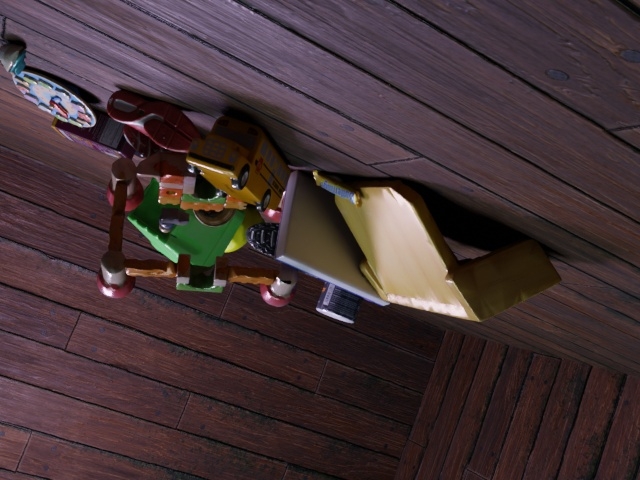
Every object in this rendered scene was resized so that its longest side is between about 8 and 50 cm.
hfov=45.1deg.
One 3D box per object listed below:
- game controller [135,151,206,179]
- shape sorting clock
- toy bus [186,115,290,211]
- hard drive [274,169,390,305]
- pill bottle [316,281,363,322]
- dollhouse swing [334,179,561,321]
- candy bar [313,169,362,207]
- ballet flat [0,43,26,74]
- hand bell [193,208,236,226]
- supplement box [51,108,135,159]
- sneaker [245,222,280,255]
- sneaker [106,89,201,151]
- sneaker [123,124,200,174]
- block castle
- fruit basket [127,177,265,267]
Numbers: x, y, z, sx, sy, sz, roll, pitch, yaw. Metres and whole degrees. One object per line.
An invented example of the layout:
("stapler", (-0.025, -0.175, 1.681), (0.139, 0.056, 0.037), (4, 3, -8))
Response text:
("game controller", (-0.396, -0.202, 2.150), (0.166, 0.067, 0.319), (33, 180, 32))
("shape sorting clock", (-0.611, -0.322, 1.771), (0.206, 0.040, 0.206), (18, 161, 6))
("toy bus", (-0.153, -0.147, 1.531), (0.108, 0.130, 0.333), (20, 173, 13))
("hard drive", (0.046, -0.001, 1.752), (0.318, 0.210, 0.040), (25, 151, -33))
("pill bottle", (0.086, 0.123, 2.397), (0.130, 0.246, 0.130), (20, 171, 3))
("dollhouse swing", (0.251, -0.021, 1.619), (0.315, 0.305, 0.346), (-22, -168, -24))
("candy bar", (0.035, -0.107, 1.585), (0.161, 0.018, 0.040), (33, 144, 49))
("ballet flat", (-0.626, -0.366, 1.548), (0.052, 0.057, 0.168), (33, 169, -18))
("hand bell", (-0.329, -0.114, 2.096), (0.126, 0.126, 0.242), (25, 175, -30))
("supplement box", (-0.555, -0.273, 1.921), (0.188, 0.081, 0.104), (21, 172, 2))
("sneaker", (-0.099, -0.006, 2.370), (0.271, 0.100, 0.108), (4, -171, -19))
("sneaker", (-0.321, -0.240, 1.595), (0.221, 0.087, 0.128), (31, -176, 16))
("sneaker", (-0.366, -0.214, 1.805), (0.225, 0.088, 0.092), (27, 172, -40))
("block castle", (-0.271, -0.016, 1.768), (0.452, 0.303, 0.213), (4, 161, -11))
("fruit basket", (-0.358, -0.037, 2.410), (0.392, 0.283, 0.392), (32, 177, 2))
